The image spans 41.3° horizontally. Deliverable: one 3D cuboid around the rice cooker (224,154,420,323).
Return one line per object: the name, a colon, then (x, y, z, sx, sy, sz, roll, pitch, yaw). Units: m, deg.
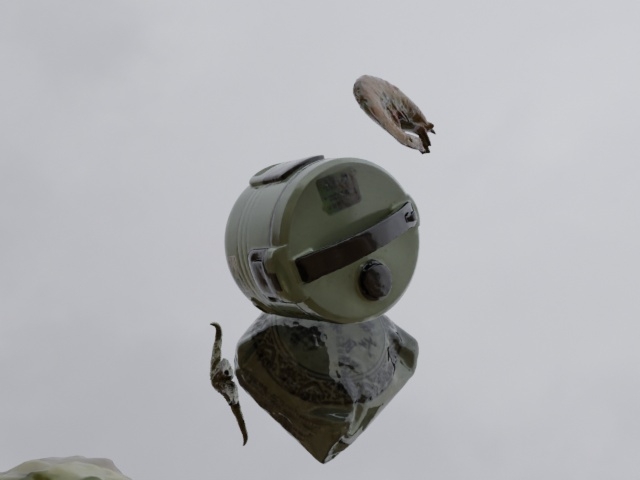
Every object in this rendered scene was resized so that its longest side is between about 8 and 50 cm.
rice cooker: (0.000, 0.000, 1.115, 0.244, 0.226, 0.226, 3, -50, 59)

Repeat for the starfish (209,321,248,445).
starfish: (-0.160, 0.246, 1.450, 0.050, 0.223, 0.217, -22, -93, -4)

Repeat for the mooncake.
mooncake: (0.004, 0.182, 1.324, 0.254, 0.250, 0.136, 35, -43, 13)

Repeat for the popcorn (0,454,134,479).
popcorn: (-0.229, 0.307, 0.656, 0.279, 0.275, 0.335, 3, -12, -6)

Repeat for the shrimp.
shrimp: (0.120, -0.190, 1.356, 0.187, 0.132, 0.051, 28, -45, -32)
